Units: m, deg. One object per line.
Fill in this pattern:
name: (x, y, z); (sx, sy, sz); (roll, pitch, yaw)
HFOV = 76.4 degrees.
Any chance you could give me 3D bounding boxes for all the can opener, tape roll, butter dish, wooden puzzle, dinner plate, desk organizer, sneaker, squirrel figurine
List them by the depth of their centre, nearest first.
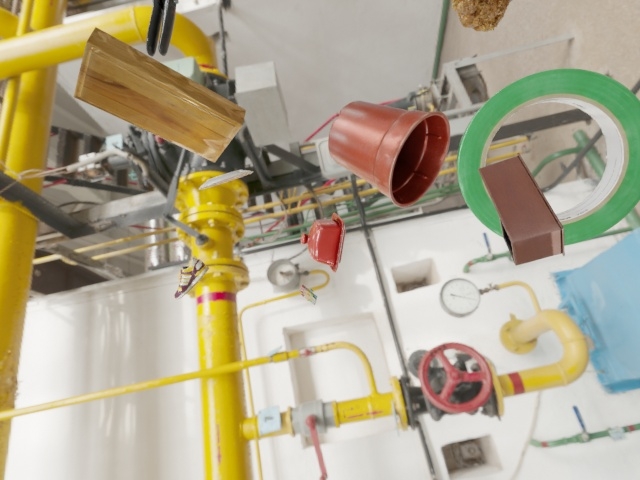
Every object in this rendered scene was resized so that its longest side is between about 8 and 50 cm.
desk organizer: (0.228, -0.038, 0.470); (0.130, 0.050, 0.047); (-91, -24, -43)
tape roll: (0.427, -0.150, 0.769); (0.077, 0.322, 0.320); (-37, -65, -69)
can opener: (-0.302, -0.439, 0.789); (0.073, 0.059, 0.185); (40, -133, -65)
dinner plate: (-0.236, -0.155, 1.011); (0.141, 0.141, 0.017); (-90, -17, -80)
wooden puzzle: (-0.030, 0.138, 1.032); (0.049, 0.006, 0.083); (38, 153, 15)
butter dish: (0.000, 0.000, 1.204); (0.160, 0.119, 0.159); (-124, 40, -72)
squirrel figurine: (0.540, -0.880, 1.248); (0.370, 0.281, 0.396); (41, -113, -80)
sneaker: (-0.517, 0.145, 1.577); (0.084, 0.185, 0.069); (44, -171, -7)

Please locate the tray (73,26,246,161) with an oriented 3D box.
tray: (-0.444, -0.383, 1.145); (0.203, 0.411, 0.076); (-35, 41, 45)

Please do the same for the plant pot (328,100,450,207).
plant pot: (0.183, -0.273, 1.177); (0.265, 0.272, 0.272); (33, 154, 34)
